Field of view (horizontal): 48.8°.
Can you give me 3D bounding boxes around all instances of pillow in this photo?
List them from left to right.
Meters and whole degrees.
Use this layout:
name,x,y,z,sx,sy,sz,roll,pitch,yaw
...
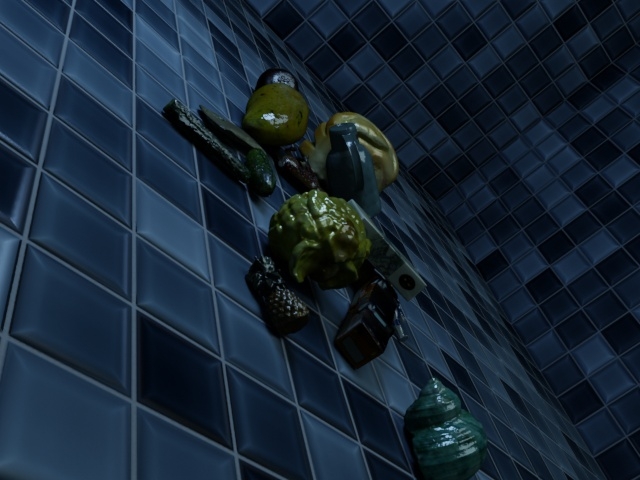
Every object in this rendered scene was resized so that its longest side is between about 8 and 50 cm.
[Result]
name,x,y,z,sx,sy,sz,roll,pitch,yaw
pillow,-0.220,-0.275,1.786,0.130,0.033,0.217,45,10,31

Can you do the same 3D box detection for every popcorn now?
name,x,y,z,sx,sy,sz,roll,pitch,yaw
popcorn,0.001,0.007,1.487,0.235,0.181,0.216,37,24,-28

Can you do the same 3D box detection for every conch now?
name,x,y,z,sx,sy,sz,roll,pitch,yaw
conch,0.244,0.379,1.398,0.202,0.134,0.196,58,16,23

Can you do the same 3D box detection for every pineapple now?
name,x,y,z,sx,sy,sz,roll,pitch,yaw
pineapple,-0.082,0.094,1.269,0.159,0.074,0.074,54,15,30

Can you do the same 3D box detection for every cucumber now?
name,x,y,z,sx,sy,sz,roll,pitch,yaw
cucumber,-0.243,-0.211,1.561,0.257,0.043,0.044,44,22,-27
cucumber,-0.147,-0.168,1.692,0.069,0.069,0.227,41,14,-31

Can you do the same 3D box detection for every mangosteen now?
name,x,y,z,sx,sy,sz,roll,pitch,yaw
mangosteen,-0.148,-0.495,2.341,0.152,0.152,0.152,46,16,-17

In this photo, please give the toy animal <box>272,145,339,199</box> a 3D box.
name,x,y,z,sx,sy,sz,roll,pitch,yaw
toy animal,-0.037,-0.158,2.001,0.244,0.087,0.260,26,27,-29

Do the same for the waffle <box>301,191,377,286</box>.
name,x,y,z,sx,sy,sz,roll,pitch,yaw
waffle,0.048,0.002,1.862,0.309,0.065,0.283,55,17,1

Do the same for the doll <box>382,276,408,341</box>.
name,x,y,z,sx,sy,sz,roll,pitch,yaw
doll,0.180,0.162,1.877,0.114,0.057,0.227,38,21,-28

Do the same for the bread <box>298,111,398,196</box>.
name,x,y,z,sx,sy,sz,roll,pitch,yaw
bread,0.089,-0.264,2.248,0.316,0.270,0.211,35,7,-29

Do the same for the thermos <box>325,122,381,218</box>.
name,x,y,z,sx,sy,sz,roll,pitch,yaw
thermos,0.090,-0.197,2.059,0.182,0.145,0.286,-120,-165,-64

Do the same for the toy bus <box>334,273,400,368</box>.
name,x,y,z,sx,sy,sz,roll,pitch,yaw
toy bus,0.115,0.168,1.601,0.093,0.092,0.409,52,15,-2

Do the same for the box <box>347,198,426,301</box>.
name,x,y,z,sx,sy,sz,roll,pitch,yaw
box,0.153,0.023,1.817,0.256,0.069,0.164,46,7,-20

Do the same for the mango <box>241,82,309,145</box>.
name,x,y,z,sx,sy,sz,roll,pitch,yaw
mango,-0.122,-0.355,2.015,0.329,0.177,0.175,-86,167,-71
